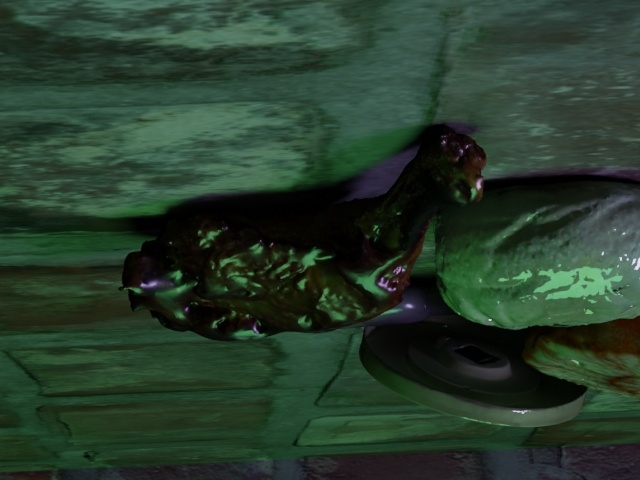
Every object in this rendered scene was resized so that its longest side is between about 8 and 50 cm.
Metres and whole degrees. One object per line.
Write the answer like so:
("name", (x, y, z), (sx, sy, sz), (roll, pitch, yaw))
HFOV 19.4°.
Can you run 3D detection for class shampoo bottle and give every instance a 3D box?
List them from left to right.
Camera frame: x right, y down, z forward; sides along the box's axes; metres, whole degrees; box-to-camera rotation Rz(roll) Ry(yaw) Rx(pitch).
("shampoo bottle", (0.066, 0.064, 1.849), (0.165, 0.040, 0.080), (-5, 172, 12))

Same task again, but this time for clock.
("clock", (0.154, 0.123, 1.873), (0.235, 0.029, 0.235), (11, -162, -4))

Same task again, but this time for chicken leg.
("chicken leg", (0.000, 0.000, 1.473), (0.158, 0.095, 0.407), (30, 147, -33))

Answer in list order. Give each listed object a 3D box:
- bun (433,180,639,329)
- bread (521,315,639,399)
("bun", (0.200, 0.019, 1.536), (0.221, 0.108, 0.221), (-3, 166, -1))
("bread", (0.349, 0.092, 1.756), (0.328, 0.114, 0.295), (15, 170, -29))
